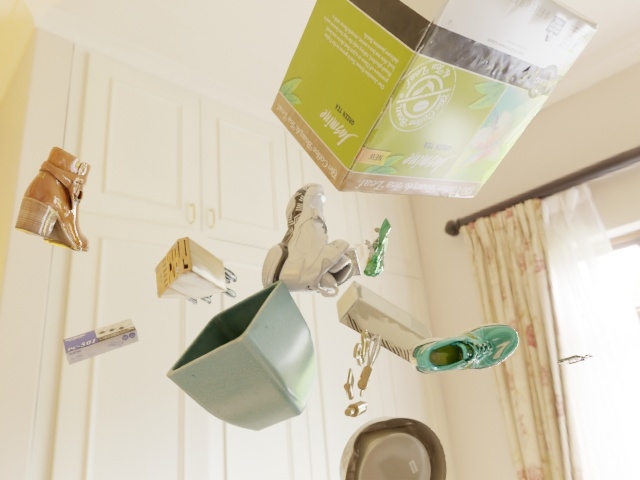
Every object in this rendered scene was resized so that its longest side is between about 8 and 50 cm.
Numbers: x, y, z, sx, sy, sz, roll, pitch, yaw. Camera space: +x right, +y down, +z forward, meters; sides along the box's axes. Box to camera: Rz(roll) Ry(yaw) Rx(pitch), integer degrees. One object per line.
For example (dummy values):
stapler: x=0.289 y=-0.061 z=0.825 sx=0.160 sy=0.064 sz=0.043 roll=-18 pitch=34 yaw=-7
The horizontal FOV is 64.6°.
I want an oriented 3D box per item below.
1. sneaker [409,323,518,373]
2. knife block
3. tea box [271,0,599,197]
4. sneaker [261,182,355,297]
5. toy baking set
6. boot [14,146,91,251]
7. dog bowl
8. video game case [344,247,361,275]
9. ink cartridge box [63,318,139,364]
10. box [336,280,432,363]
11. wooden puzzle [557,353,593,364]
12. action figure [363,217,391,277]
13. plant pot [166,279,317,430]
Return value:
sneaker: x=0.353 y=0.267 z=1.210 sx=0.276 sy=0.107 sz=0.110 roll=-13 pitch=-11 yaw=-9
knife block: x=-0.292 y=0.089 z=1.321 sx=0.242 sy=0.088 sz=0.276 roll=2 pitch=-26 yaw=-34
tea box: x=0.160 y=-0.253 z=0.754 sx=0.329 sy=0.220 sz=0.323 roll=-3 pitch=-45 yaw=-40
sneaker: x=0.000 y=0.000 z=1.347 sx=0.210 sy=0.365 sz=0.137 roll=8 pitch=-36 yaw=20
toy baking set: x=0.107 y=0.313 z=1.190 sx=0.030 sy=0.196 sz=0.256 roll=10 pitch=-13 yaw=20
boot: x=-0.444 y=-0.065 z=0.899 sx=0.073 sy=0.152 sz=0.197 roll=15 pitch=-13 yaw=2
dog bowl: x=0.215 y=0.709 z=1.560 sx=0.349 sy=0.348 sz=0.102 roll=3 pitch=-4 yaw=-21
video game case: x=0.074 y=0.068 z=1.559 sx=0.087 sy=0.011 sz=0.122 roll=-3 pitch=-44 yaw=15
ink cartridge box: x=-0.684 y=0.312 z=1.582 sx=0.207 sy=0.046 sz=0.097 roll=-17 pitch=23 yaw=-26
box: x=0.183 y=0.235 z=1.443 sx=0.275 sy=0.113 sz=0.094 roll=32 pitch=-71 yaw=-15
wooden puzzle: x=0.608 y=0.286 z=1.216 sx=0.049 sy=0.006 sz=0.083 roll=15 pitch=-34 yaw=-27
action figure: x=0.160 y=0.040 z=1.475 sx=0.064 sy=0.137 sz=0.232 roll=2 pitch=26 yaw=15
plant pot: x=-0.146 y=0.292 z=1.188 sx=0.248 sy=0.252 sz=0.247 roll=-29 pitch=14 yaw=26
